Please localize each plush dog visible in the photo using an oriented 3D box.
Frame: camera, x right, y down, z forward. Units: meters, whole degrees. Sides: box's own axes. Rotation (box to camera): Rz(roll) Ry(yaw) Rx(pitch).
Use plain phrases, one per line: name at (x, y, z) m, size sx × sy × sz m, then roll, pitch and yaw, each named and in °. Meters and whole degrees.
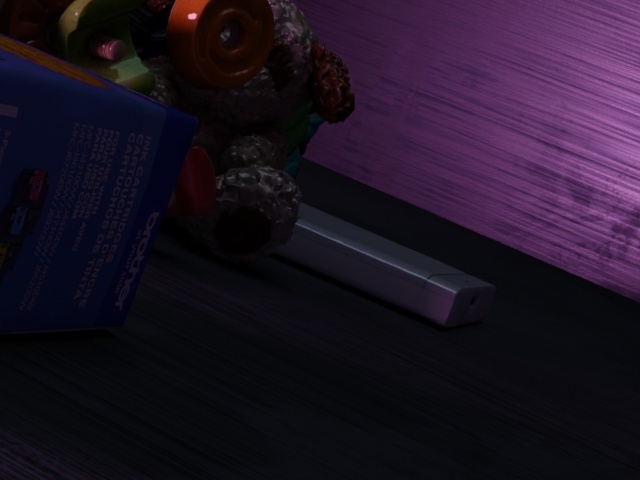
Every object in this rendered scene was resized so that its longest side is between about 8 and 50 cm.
plush dog at (-0.089, -0.129, 1.610) m, size 0.262 × 0.225 × 0.210 m, roll 35°, pitch 5°, yaw 6°

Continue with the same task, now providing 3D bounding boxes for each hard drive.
hard drive at (0.000, 0.000, 1.814) m, size 0.353 × 0.047 × 0.233 m, roll 23°, pitch 5°, yaw 14°

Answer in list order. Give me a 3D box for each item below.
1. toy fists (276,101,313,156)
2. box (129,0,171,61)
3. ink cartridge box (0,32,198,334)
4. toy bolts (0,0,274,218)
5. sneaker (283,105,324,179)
toy fists at (-0.144, -0.167, 1.941) m, size 0.279 × 0.142 × 0.096 m, roll 14°, pitch 3°, yaw -12°
box at (-0.249, -0.252, 1.767) m, size 0.143 × 0.270 × 0.165 m, roll 24°, pitch 43°, yaw -65°
ink cartridge box at (-0.252, -0.061, 0.953) m, size 0.270 × 0.151 × 0.395 m, roll 24°, pitch 4°, yaw 18°
toy bolts at (-0.164, -0.128, 1.450) m, size 0.218 × 0.228 × 0.158 m, roll -22°, pitch 30°, yaw -37°
sneaker at (-0.079, -0.139, 2.154) m, size 0.124 × 0.178 × 0.295 m, roll 20°, pitch 6°, yaw -17°
